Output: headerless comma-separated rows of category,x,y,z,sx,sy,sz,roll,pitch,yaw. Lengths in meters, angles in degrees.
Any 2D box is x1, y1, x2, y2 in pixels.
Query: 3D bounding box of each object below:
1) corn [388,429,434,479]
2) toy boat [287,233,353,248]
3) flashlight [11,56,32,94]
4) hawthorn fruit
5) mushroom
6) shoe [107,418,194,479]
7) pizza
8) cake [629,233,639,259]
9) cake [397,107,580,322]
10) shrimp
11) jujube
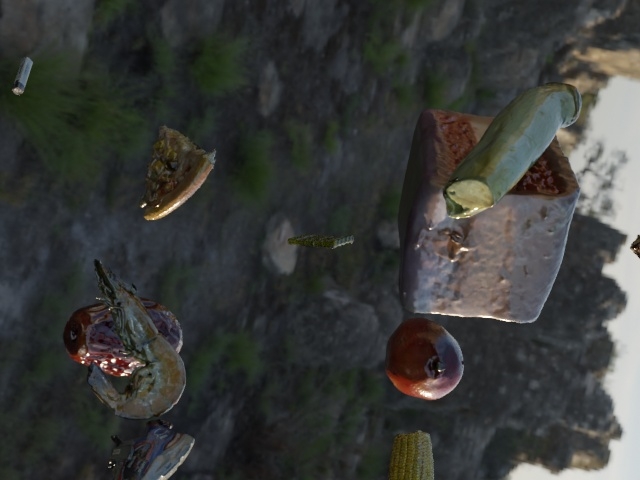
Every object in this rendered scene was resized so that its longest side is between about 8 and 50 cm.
corn,0.149,0.401,1.582,0.085,0.063,0.165,-26,-123,55
toy boat,0.000,0.000,1.777,0.063,0.115,0.016,-17,106,-51
flashlight,-0.564,-0.311,1.805,0.018,0.018,0.083,49,34,-44
hawthorn fruit,0.209,0.242,1.938,0.188,0.169,0.169,-165,-91,-88
mushroom,0.264,-0.135,1.304,0.100,0.081,0.312,-29,-169,47
shoe,-0.332,0.391,1.655,0.227,0.125,0.099,-40,173,-24
pizza,-0.266,-0.142,1.696,0.052,0.185,0.195,32,29,-42
cake,0.536,0.043,1.486,0.051,0.055,0.140,-36,101,-37
cake,0.241,-0.046,1.463,0.309,0.237,0.230,-84,-175,-58
shrimp,-0.356,0.180,1.676,0.169,0.296,0.058,-33,180,-37
jujube,-0.466,0.230,2.275,0.290,0.197,0.197,7,98,-44
